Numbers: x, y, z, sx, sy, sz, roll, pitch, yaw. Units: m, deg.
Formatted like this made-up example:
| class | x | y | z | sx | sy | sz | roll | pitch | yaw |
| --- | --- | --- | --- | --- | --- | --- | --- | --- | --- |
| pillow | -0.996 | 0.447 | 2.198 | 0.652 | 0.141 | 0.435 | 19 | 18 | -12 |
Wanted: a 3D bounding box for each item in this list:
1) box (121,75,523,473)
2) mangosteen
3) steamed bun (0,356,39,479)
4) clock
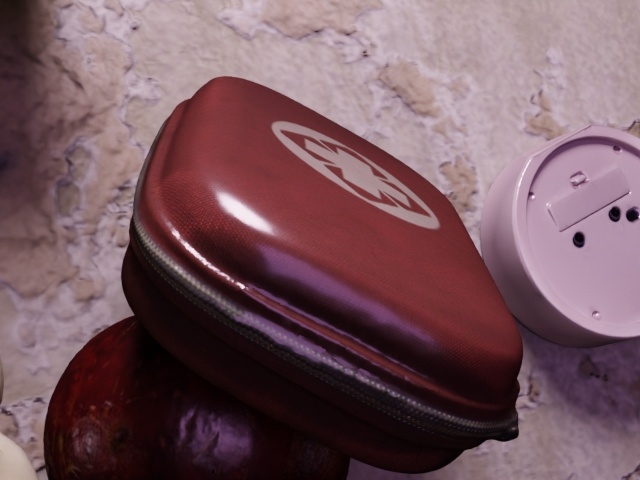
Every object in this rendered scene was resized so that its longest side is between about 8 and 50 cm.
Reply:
| class | x | y | z | sx | sy | sz | roll | pitch | yaw |
| --- | --- | --- | --- | --- | --- | --- | --- | --- | --- |
| box | 0.000 | 0.000 | 0.742 | 0.263 | 0.404 | 0.108 | 28 | 106 | -12 |
| mangosteen | -0.085 | 0.170 | 0.744 | 0.215 | 0.215 | 0.258 | 8 | 74 | -19 |
| steamed bun | -0.345 | 0.173 | 0.637 | 0.339 | 0.247 | 0.352 | -37 | 101 | -40 |
| clock | 0.247 | -0.002 | 0.993 | 0.196 | 0.068 | 0.197 | 5 | 74 | -19 |
